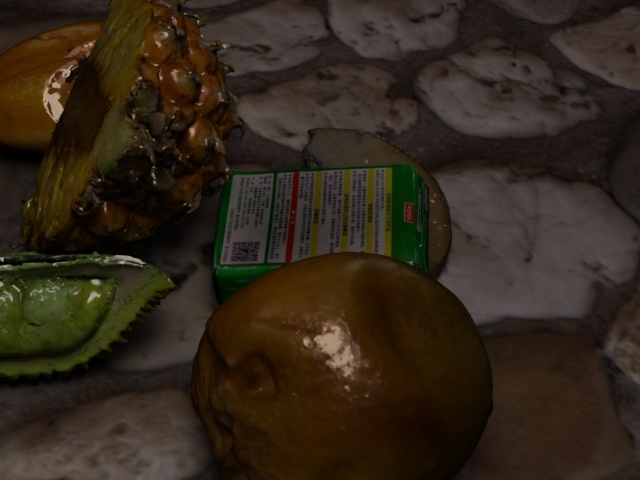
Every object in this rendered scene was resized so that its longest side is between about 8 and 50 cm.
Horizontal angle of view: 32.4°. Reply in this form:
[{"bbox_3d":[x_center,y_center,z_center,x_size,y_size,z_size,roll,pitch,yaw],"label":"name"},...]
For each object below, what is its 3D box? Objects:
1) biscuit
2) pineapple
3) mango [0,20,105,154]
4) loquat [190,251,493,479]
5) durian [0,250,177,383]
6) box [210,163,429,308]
[{"bbox_3d":[0.088,-0.060,1.402,0.141,0.038,0.290,-21,57,-27],"label":"biscuit"},{"bbox_3d":[-0.161,-0.086,1.193,0.209,0.344,0.286,22,6,-31],"label":"pineapple"},{"bbox_3d":[-0.310,-0.184,1.367,0.257,0.138,0.187,-1,71,-10],"label":"mango"},{"bbox_3d":[0.020,0.145,1.078,0.276,0.276,0.283,43,39,24],"label":"loquat"},{"bbox_3d":[-0.328,0.047,1.139,0.351,0.169,0.158,0,51,-10],"label":"durian"},{"bbox_3d":[0.000,0.000,1.263,0.250,0.103,0.180,-1,48,7],"label":"box"}]
